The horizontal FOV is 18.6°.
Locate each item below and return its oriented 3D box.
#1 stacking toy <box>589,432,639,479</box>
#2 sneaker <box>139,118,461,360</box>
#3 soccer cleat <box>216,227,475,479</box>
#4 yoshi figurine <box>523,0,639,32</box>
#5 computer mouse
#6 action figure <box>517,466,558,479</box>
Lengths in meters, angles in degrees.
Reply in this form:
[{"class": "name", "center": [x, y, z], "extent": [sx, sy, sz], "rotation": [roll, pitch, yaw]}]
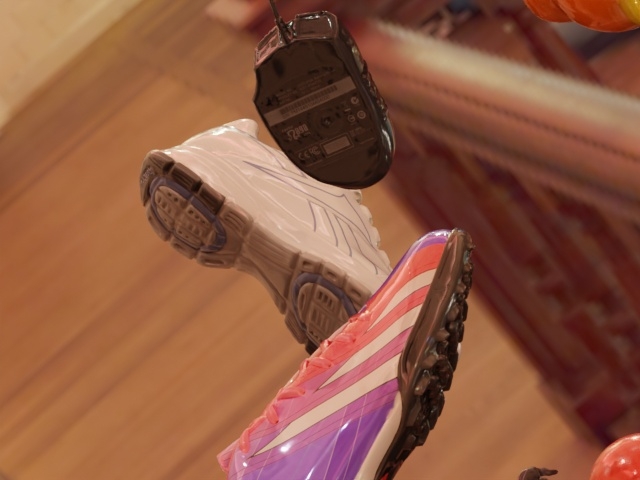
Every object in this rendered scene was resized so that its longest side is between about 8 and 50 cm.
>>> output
[{"class": "stacking toy", "center": [0.322, 0.298, 1.550], "extent": [0.141, 0.330, 0.141], "rotation": [-33, 9, 6]}, {"class": "sneaker", "center": [0.000, 0.000, 1.536], "extent": [0.129, 0.297, 0.111], "rotation": [-40, -16, -38]}, {"class": "soccer cleat", "center": [0.003, 0.118, 1.226], "extent": [0.108, 0.116, 0.318], "rotation": [75, -142, -65]}, {"class": "yoshi figurine", "center": [0.019, -0.195, 0.868], "extent": [0.362, 0.203, 0.204], "rotation": [12, 86, 42]}, {"class": "computer mouse", "center": [-0.024, -0.138, 1.144], "extent": [0.071, 0.242, 0.041], "rotation": [-19, 17, 23]}, {"class": "action figure", "center": [0.225, 0.297, 1.465], "extent": [0.141, 0.164, 0.276], "rotation": [-10, 45, -28]}]
